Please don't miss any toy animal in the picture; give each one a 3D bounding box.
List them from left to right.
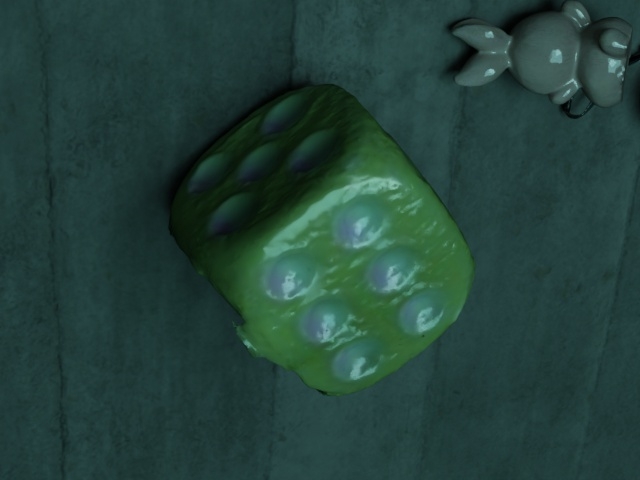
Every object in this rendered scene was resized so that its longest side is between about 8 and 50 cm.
[{"bbox_3d":[0.262,-0.227,1.337,0.212,0.124,0.124,10,115,9],"label":"toy animal"}]

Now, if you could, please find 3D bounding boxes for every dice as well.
[{"bbox_3d":[0.000,0.000,1.248,0.254,0.250,0.252,-39,122,1],"label":"dice"}]

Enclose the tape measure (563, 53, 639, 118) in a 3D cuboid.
[{"bbox_3d":[0.405,-0.186,1.444,0.179,0.104,0.107,-2,148,16],"label":"tape measure"}]
